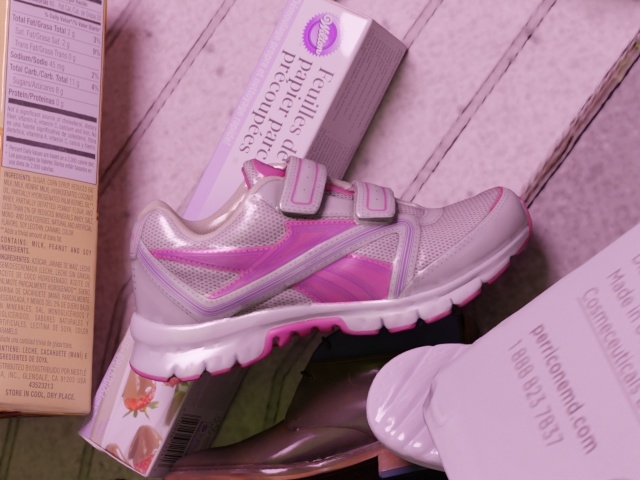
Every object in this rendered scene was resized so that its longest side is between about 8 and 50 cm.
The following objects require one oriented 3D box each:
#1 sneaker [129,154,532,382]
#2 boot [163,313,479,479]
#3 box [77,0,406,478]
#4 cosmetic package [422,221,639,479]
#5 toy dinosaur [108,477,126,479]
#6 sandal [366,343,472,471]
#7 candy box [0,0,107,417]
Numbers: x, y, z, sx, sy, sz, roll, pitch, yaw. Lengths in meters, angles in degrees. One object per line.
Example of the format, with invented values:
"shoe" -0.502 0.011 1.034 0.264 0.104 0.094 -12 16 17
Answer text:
"sneaker" 0.000 0.000 0.899 0.252 0.103 0.111 -15 99 -8
"boot" 0.006 0.110 0.949 0.219 0.082 0.106 -8 60 21
"box" -0.050 -0.001 0.988 0.063 0.067 0.324 27 93 26
"cosmetic package" 0.302 0.165 0.561 0.327 0.393 0.329 -39 25 12
"toy dinosaur" -0.265 0.249 1.012 0.200 0.127 0.295 33 89 32
"sandal" 0.159 0.114 0.863 0.265 0.076 0.102 9 59 9
"candy box" -0.234 -0.038 1.033 0.183 0.088 0.316 -9 77 44
